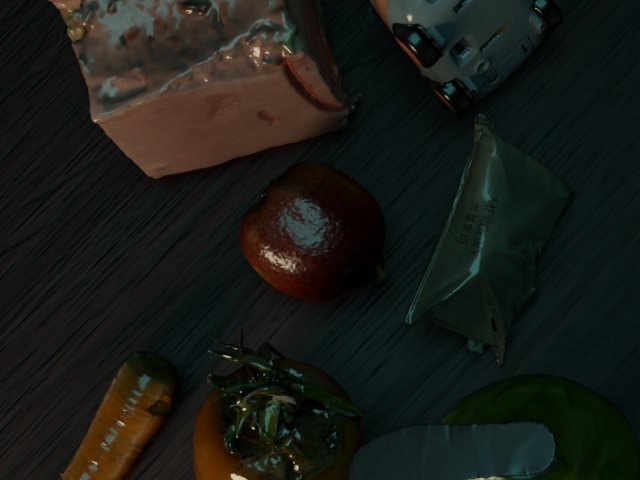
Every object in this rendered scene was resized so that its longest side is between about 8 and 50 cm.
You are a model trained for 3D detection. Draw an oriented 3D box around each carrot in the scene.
[{"bbox_3d":[-0.242,0.229,1.924,0.087,0.087,0.193,31,95,13],"label":"carrot"},{"bbox_3d":[-0.047,0.236,1.803,0.193,0.331,0.214,22,63,11],"label":"carrot"}]

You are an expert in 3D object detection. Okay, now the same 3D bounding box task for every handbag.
[{"bbox_3d":[0.209,0.006,1.887,0.182,0.117,0.270,26,80,-29],"label":"handbag"}]

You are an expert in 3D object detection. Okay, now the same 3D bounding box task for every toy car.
[{"bbox_3d":[0.150,-0.301,1.909,0.180,0.270,0.212,-44,57,2],"label":"toy car"}]

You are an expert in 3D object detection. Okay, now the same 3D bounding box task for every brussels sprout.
[{"bbox_3d":[0.225,0.279,1.783,0.219,0.210,0.271,28,91,-11],"label":"brussels sprout"}]

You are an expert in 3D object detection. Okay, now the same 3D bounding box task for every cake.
[{"bbox_3d":[-0.154,-0.272,1.918,0.314,0.293,0.307,-17,73,10],"label":"cake"}]

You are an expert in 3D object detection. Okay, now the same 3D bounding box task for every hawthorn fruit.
[{"bbox_3d":[0.000,0.000,1.902,0.188,0.169,0.169,44,86,3],"label":"hawthorn fruit"}]

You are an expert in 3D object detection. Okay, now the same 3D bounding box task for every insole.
[{"bbox_3d":[0.140,0.234,1.701,0.232,0.003,0.080,-10,72,15],"label":"insole"}]
